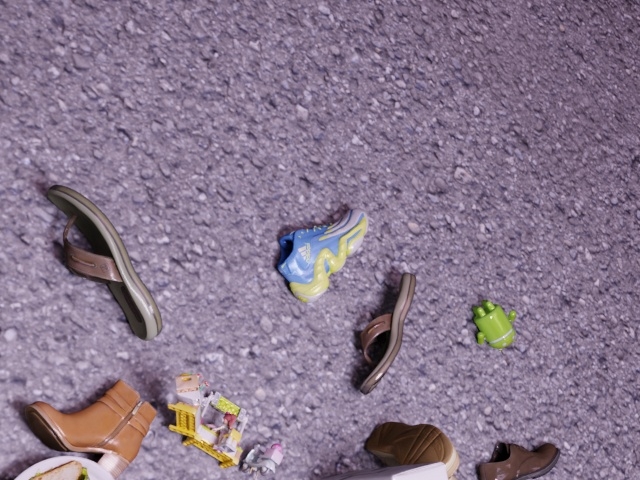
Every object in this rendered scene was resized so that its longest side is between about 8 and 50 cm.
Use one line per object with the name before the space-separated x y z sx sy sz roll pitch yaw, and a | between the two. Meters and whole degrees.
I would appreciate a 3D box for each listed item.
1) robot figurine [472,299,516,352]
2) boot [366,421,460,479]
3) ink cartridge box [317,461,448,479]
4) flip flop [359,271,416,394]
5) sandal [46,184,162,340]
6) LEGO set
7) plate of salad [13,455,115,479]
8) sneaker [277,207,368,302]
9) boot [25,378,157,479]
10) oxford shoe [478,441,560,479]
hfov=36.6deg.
robot figurine | 0.379 0.186 2.107 0.101 0.067 0.115 -34 97 -11
boot | 0.216 0.439 1.789 0.203 0.262 0.095 49 67 -15
ink cartridge box | 0.108 0.504 1.671 0.117 0.283 0.207 -5 78 -33
flip flop | 0.121 0.178 1.910 0.080 0.112 0.277 21 63 0
sandal | -0.365 0.041 1.589 0.086 0.120 0.303 -32 95 -24
LEGO set | -0.177 0.285 1.630 0.287 0.132 0.107 54 43 -37
plate of salad | -0.389 0.426 1.456 0.199 0.048 0.200 -1 92 -29
sneaker | 0.000 0.000 1.878 0.126 0.091 0.240 43 56 -16
boot | -0.362 0.279 1.539 0.197 0.073 0.152 51 53 -26
oxford shoe | 0.422 0.462 2.041 0.227 0.083 0.096 -13 79 -39
